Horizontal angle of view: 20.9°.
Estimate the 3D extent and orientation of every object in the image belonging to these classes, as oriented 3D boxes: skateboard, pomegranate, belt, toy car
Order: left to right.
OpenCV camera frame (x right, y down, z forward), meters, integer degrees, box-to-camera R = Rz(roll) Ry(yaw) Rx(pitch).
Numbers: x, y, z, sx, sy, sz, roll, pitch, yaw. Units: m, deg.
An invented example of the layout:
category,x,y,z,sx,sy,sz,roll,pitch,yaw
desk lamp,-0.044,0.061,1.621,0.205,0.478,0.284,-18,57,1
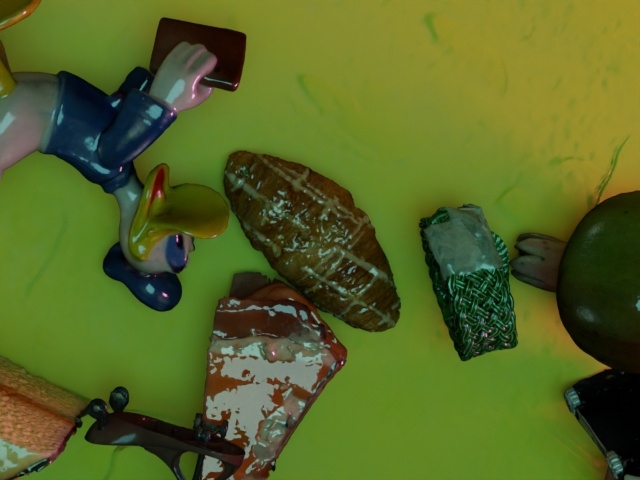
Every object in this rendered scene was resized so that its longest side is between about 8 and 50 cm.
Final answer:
category,x,y,z,sx,sy,sz,roll,pitch,yaw
skateboard,-0.144,0.193,1.589,0.151,0.067,0.080,15,99,13
belt,0.149,0.035,1.658,0.079,0.121,0.151,-18,93,-4
pomegranate,0.283,0.033,1.663,0.209,0.180,0.180,15,94,20
toy car,0.303,0.180,1.656,0.095,0.205,0.056,-21,119,-3

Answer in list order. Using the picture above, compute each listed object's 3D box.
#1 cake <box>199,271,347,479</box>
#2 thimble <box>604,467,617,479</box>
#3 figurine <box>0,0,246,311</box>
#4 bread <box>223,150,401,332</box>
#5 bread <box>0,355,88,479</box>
category,x,y,z,sx,sy,sz,roll,pitch,yaw
cake,-0.059,0.180,1.654,0.135,0.098,0.287,12,94,-7
thimble,0.381,0.247,1.691,0.189,0.163,0.125,-19,99,9
figurine,-0.187,-0.095,1.603,0.283,0.204,0.338,-25,111,-12
bread,0.000,0.000,1.658,0.105,0.076,0.233,-43,101,0
bread,-0.315,0.213,1.559,0.135,0.240,0.178,28,95,-4
